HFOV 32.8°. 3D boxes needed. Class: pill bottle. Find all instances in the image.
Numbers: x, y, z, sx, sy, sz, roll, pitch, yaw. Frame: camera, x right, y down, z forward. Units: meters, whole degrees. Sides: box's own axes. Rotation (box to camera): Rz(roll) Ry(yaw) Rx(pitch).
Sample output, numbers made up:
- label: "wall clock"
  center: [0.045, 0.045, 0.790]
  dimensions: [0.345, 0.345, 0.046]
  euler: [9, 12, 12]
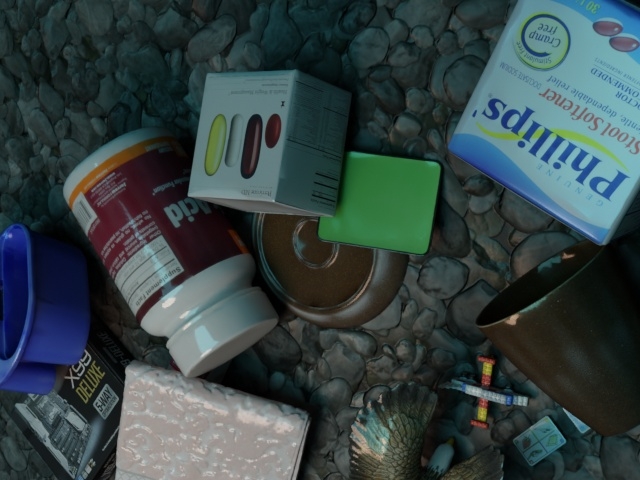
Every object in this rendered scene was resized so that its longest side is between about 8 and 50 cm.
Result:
- label: "pill bottle"
  center: [-0.251, 0.021, 1.861]
  dimensions: [0.224, 0.224, 0.392]
  euler: [-41, 77, 32]

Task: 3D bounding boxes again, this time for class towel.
- label: "towel"
  center: [-0.204, 0.390, 1.917]
  dimensions: [0.332, 0.053, 0.317]
  euler: [15, 114, 6]

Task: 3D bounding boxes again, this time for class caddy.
- label: "caddy"
  center: [-0.569, 0.129, 2.053]
  dimensions: [0.241, 0.179, 0.341]
  euler: [-45, 43, 32]

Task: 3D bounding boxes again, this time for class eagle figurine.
- label: "eagle figurine"
  center: [0.155, 0.378, 1.671]
  dimensions: [0.226, 0.298, 0.225]
  euler: [-2, 56, 2]

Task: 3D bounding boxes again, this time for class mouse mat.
- label: "mouse mat"
  center: [0.091, -0.061, 1.703]
  dimensions: [0.189, 0.007, 0.153]
  euler: [9, 88, 18]

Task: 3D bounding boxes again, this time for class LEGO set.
- label: "LEGO set"
  center: [0.301, 0.243, 1.643]
  dimensions: [0.244, 0.060, 0.182]
  euler: [-44, 73, 30]

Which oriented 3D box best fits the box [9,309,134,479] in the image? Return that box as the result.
- label: "box"
  center: [-0.468, 0.329, 2.157]
  dimensions: [0.242, 0.076, 0.307]
  euler: [47, 121, 18]

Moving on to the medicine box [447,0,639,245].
- label: "medicine box"
  center: [0.361, -0.187, 1.459]
  dimensions: [0.263, 0.149, 0.289]
  euler: [35, 116, 23]

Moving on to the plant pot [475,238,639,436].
- label: "plant pot"
  center: [0.368, 0.149, 1.506]
  dimensions: [0.215, 0.215, 0.230]
  euler: [-33, 93, 34]

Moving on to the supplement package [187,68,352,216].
- label: "supplement package"
  center: [-0.080, -0.151, 1.716]
  dimensions: [0.194, 0.149, 0.203]
  euler: [4, 84, 40]

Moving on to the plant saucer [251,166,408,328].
- label: "plant saucer"
  center: [0.000, 0.000, 1.799]
  dimensions: [0.310, 0.050, 0.311]
  euler: [7, 103, 31]

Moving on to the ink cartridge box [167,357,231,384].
- label: "ink cartridge box"
  center: [-0.234, 0.258, 1.967]
  dimensions: [0.063, 0.109, 0.150]
  euler: [37, 117, 21]
